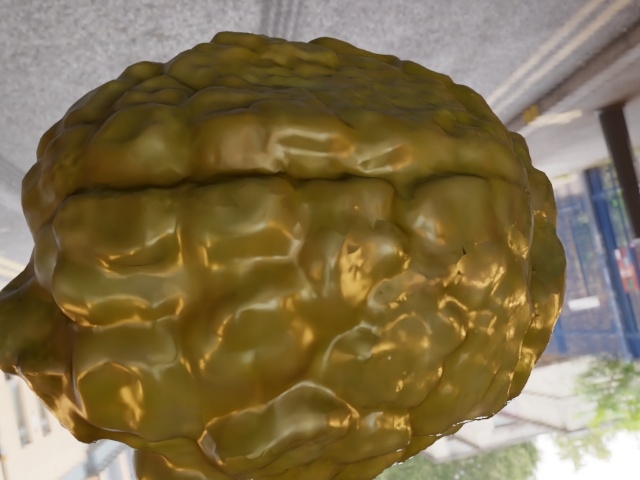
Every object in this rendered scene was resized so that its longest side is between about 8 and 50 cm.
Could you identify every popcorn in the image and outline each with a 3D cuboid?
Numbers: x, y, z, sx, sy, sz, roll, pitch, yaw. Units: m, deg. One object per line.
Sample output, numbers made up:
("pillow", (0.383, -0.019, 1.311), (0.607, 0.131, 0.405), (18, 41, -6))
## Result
("popcorn", (0.000, 0.000, 0.449), (0.225, 0.173, 0.286), (13, -156, 16))
